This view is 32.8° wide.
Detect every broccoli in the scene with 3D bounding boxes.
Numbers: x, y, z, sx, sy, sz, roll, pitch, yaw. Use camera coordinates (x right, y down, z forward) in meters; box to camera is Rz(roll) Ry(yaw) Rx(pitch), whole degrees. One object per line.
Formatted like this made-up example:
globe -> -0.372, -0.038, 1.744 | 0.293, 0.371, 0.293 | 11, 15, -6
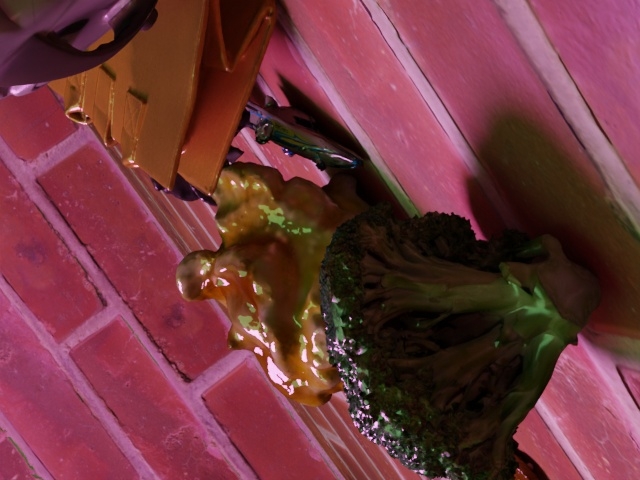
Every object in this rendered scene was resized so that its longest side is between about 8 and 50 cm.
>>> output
broccoli -> 0.129, 0.086, 1.069 | 0.275, 0.308, 0.308 | -34, 94, 43

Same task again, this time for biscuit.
biscuit -> 0.271, 0.323, 1.676 | 0.205, 0.031, 0.138 | 38, 161, 48

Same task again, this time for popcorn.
popcorn -> -0.006, 0.053, 1.456 | 0.279, 0.274, 0.335 | 20, -152, -54

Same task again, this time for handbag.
handbag -> -0.229, -0.253, 1.398 | 0.401, 0.133, 0.283 | 37, 116, 42

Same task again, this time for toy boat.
toy boat -> -0.015, -0.131, 1.416 | 0.210, 0.066, 0.084 | 28, -172, 41

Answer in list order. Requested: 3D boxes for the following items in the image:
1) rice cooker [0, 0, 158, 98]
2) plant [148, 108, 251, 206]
rice cooker -> -0.322, -0.320, 1.120 | 0.325, 0.335, 0.335 | 54, 167, -7
plant -> -0.207, -0.185, 1.623 | 0.276, 0.188, 0.199 | 53, 178, 47
